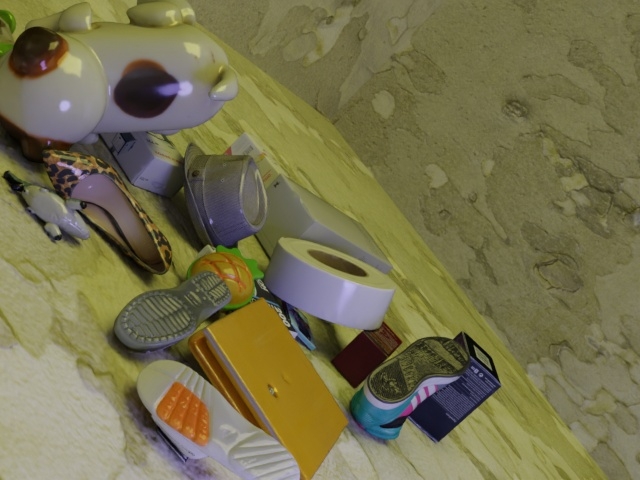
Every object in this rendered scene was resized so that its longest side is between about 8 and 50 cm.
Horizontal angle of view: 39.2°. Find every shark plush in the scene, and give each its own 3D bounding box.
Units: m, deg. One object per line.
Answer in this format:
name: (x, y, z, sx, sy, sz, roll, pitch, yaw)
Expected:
shark plush: (-0.439, -0.051, 1.424, 0.161, 0.073, 0.067, 25, -6, 1)

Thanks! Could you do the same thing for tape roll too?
tape roll: (0.020, 0.092, 1.978, 0.286, 0.100, 0.286, 21, 11, -4)

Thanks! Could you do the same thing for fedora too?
fedora: (-0.188, -0.099, 1.897, 0.275, 0.124, 0.244, -89, 157, -51)

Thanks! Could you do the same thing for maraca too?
maraca: (-0.174, 0.067, 1.654, 0.127, 0.099, 0.186, 36, 32, 2)

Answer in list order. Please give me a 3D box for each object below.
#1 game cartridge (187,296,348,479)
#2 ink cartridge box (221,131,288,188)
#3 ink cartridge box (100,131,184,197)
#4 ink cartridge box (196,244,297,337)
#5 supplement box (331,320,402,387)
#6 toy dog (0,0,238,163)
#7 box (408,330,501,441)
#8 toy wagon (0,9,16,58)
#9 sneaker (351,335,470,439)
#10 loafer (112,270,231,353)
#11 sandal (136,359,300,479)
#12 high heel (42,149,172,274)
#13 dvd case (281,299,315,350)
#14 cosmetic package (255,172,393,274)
game cartridge: (-0.076, 0.243, 1.502, 0.285, 0.052, 0.323, 56, 12, 3)
ink cartridge box: (-0.168, -0.175, 2.372, 0.198, 0.115, 0.067, 51, 15, 20)
ink cartridge box: (-0.374, -0.194, 1.902, 0.191, 0.082, 0.139, 51, 15, 27)
ink cartridge box: (-0.132, 0.117, 1.792, 0.208, 0.045, 0.206, 28, 22, -55)
supplement box: (0.105, 0.245, 1.986, 0.081, 0.104, 0.188, 47, 14, 7)
toy dog: (-0.391, -0.271, 1.618, 0.408, 0.285, 0.395, -20, 44, -42)
box: (0.299, 0.336, 2.073, 0.108, 0.207, 0.153, 43, 13, -10)
toy wagon: (-0.684, -0.430, 1.706, 0.344, 0.068, 0.267, 46, 14, 0)
sneaker: (0.171, 0.310, 1.829, 0.295, 0.178, 0.124, -16, 58, -41)
loafer: (-0.233, 0.124, 1.396, 0.094, 0.087, 0.251, 50, 30, 11)
sandal: (-0.151, 0.271, 1.219, 0.265, 0.076, 0.102, 37, 35, 12)
high heel: (-0.350, -0.047, 1.505, 0.261, 0.093, 0.186, 44, 4, -47)
dvd case: (-0.049, 0.172, 1.908, 0.087, 0.013, 0.119, 49, 9, -27)
cosmetic package: (0.000, 0.000, 2.278, 0.365, 0.155, 0.197, 29, 21, -47)
